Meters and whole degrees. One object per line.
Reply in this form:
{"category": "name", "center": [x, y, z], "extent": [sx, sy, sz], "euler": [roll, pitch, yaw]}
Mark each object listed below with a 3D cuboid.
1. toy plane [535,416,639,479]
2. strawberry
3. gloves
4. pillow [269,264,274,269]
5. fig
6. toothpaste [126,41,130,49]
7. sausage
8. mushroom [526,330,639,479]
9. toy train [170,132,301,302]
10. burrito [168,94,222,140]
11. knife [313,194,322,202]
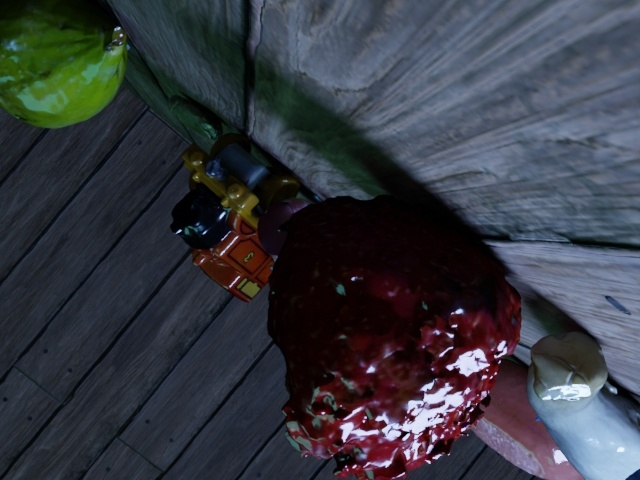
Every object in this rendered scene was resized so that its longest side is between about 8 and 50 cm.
{"category": "toy plane", "center": [0.406, 0.314, 1.035], "extent": [0.254, 0.105, 0.271], "euler": [39, 176, 7]}
{"category": "strawberry", "center": [0.075, 0.081, 0.706], "extent": [0.220, 0.274, 0.274], "euler": [-11, 143, 35]}
{"category": "gloves", "center": [-0.007, 0.010, 1.292], "extent": [0.145, 0.126, 0.241], "euler": [40, -178, 32]}
{"category": "pillow", "center": [0.034, 0.057, 1.393], "extent": [0.148, 0.050, 0.230], "euler": [40, -146, 27]}
{"category": "fig", "center": [-0.411, -0.273, 1.206], "extent": [0.233, 0.233, 0.314], "euler": [42, -178, -41]}
{"category": "toothpaste", "center": [-0.351, -0.349, 1.372], "extent": [0.020, 0.017, 0.083], "euler": [39, 177, -3]}
{"category": "sausage", "center": [0.335, 0.289, 1.265], "extent": [0.254, 0.148, 0.148], "euler": [36, 176, 36]}
{"category": "mushroom", "center": [0.257, 0.165, 0.758], "extent": [0.096, 0.099, 0.278], "euler": [29, 167, 46]}
{"category": "toy train", "center": [-0.132, -0.028, 1.385], "extent": [0.163, 0.231, 0.369], "euler": [39, 176, 26]}
{"category": "burrito", "center": [-0.229, -0.226, 1.446], "extent": [0.058, 0.045, 0.188], "euler": [33, -179, -41]}
{"category": "knife", "center": [0.005, -0.062, 1.377], "extent": [0.014, 0.005, 0.091], "euler": [37, 177, 29]}
